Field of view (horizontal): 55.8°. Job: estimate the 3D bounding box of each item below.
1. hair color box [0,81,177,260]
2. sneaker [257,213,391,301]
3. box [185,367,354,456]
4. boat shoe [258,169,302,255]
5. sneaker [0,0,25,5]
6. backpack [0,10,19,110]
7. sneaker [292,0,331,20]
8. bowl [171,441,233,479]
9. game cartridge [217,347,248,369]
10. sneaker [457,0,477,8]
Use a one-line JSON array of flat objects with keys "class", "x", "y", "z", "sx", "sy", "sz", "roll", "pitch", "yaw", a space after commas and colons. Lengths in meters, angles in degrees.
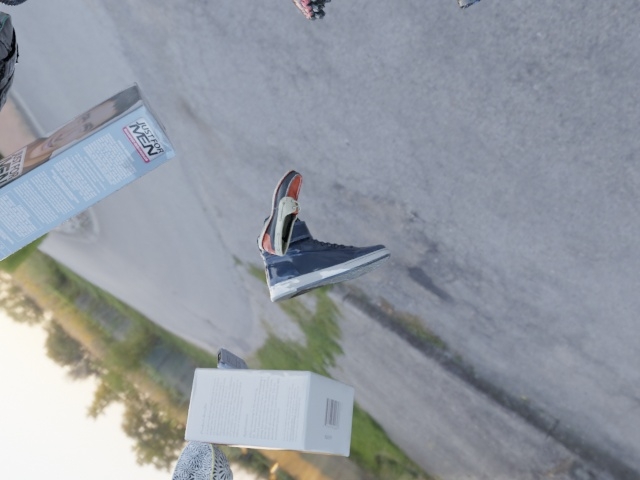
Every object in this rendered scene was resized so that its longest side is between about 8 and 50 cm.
[{"class": "hair color box", "x": -0.462, "y": -0.132, "z": 1.106, "sx": 0.113, "sy": 0.374, "sz": 0.185, "roll": 62, "pitch": 175, "yaw": -33}, {"class": "sneaker", "x": -0.001, "y": 0.000, "z": 1.075, "sx": 0.086, "sy": 0.226, "sz": 0.163, "roll": 101, "pitch": 152, "yaw": -71}, {"class": "box", "x": -0.061, "y": 0.219, "z": 0.770, "sx": 0.171, "sy": 0.091, "sz": 0.130, "roll": -5, "pitch": 158, "yaw": 27}, {"class": "boat shoe", "x": -0.053, "y": -0.043, "z": 0.940, "sx": 0.043, "sy": 0.137, "sz": 0.049, "roll": 17, "pitch": 175, "yaw": 33}, {"class": "sneaker", "x": -0.557, "y": -0.485, "z": 0.970, "sx": 0.131, "sy": 0.112, "sz": 0.319, "roll": 46, "pitch": 180, "yaw": -4}, {"class": "backpack", "x": -0.573, "y": -0.299, "z": 0.986, "sx": 0.144, "sy": 0.188, "sz": 0.165, "roll": 13, "pitch": 126, "yaw": -16}, {"class": "sneaker", "x": -0.064, "y": -0.553, "z": 1.196, "sx": 0.135, "sy": 0.097, "sz": 0.276, "roll": 16, "pitch": 162, "yaw": 25}, {"class": "bowl", "x": -0.227, "y": 0.484, "z": 1.209, "sx": 0.080, "sy": 0.170, "sz": 0.170, "roll": 28, "pitch": 169, "yaw": -30}, {"class": "game cartridge", "x": -0.145, "y": 0.206, "z": 1.000, "sx": 0.056, "sy": 0.017, "sz": 0.083, "roll": 30, "pitch": -179, "yaw": -11}, {"class": "sneaker", "x": 0.322, "y": -0.617, "z": 1.436, "sx": 0.217, "sy": 0.079, "sz": 0.121, "roll": -124, "pitch": 14, "yaw": -55}]
